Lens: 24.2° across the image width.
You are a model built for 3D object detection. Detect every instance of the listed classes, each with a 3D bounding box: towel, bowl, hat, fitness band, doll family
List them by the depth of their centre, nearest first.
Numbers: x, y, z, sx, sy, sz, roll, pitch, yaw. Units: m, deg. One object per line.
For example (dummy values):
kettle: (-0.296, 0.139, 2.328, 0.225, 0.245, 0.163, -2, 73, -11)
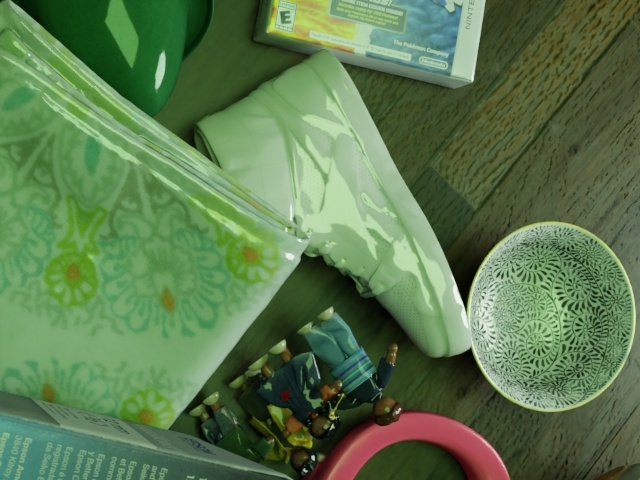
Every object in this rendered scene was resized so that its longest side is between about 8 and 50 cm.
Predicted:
towel: (-0.237, 0.046, 1.157, 0.320, 0.090, 0.374, 37, 101, -13)
hat: (-0.154, -0.115, 1.170, 0.173, 0.184, 0.208, -23, 142, 13)
doll family: (-0.015, 0.144, 1.272, 0.111, 0.193, 0.076, 54, 29, 6)
fitness band: (0.063, 0.295, 1.333, 0.209, 0.054, 0.291, 22, 83, -20)
bowl: (0.195, 0.069, 1.366, 0.170, 0.080, 0.170, 1, 88, -19)

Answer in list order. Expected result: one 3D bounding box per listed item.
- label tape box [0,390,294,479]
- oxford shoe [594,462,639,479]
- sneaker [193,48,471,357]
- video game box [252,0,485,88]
label tape box: (-0.164, 0.262, 1.102, 0.347, 0.115, 0.249, 17, 88, -27)
oxford shoe: (0.391, 0.348, 1.411, 0.449, 0.130, 0.169, 45, 69, -28)
sneaker: (0.000, 0.000, 1.295, 0.169, 0.108, 0.293, -29, 89, -15)
video game box: (0.055, -0.250, 1.344, 0.205, 0.048, 0.187, 10, 83, -19)
